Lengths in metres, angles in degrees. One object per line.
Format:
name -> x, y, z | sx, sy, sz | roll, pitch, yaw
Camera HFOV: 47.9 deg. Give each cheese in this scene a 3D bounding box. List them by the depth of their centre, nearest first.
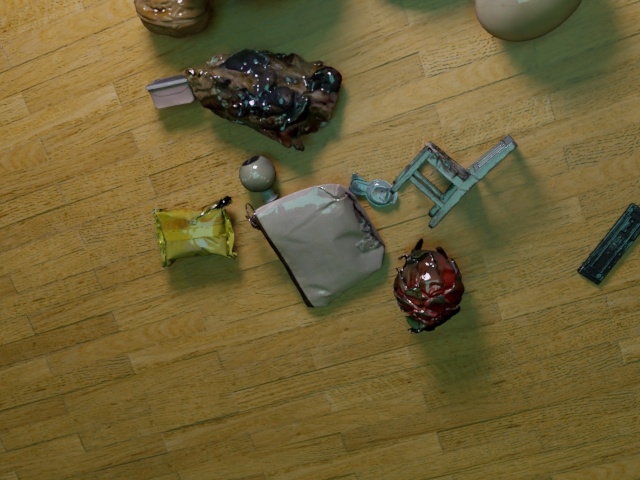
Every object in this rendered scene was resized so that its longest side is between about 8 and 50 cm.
cheese -> 0.129, -0.121, 1.761 | 0.120, 0.026, 0.067 | 17, 105, 6

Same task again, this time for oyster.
oyster -> -0.134, -0.370, 1.685 | 0.360, 0.096, 0.221 | 24, 82, -2

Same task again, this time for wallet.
wallet -> -0.001, 0.002, 1.774 | 0.274, 0.068, 0.335 | -24, 114, 16

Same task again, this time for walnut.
walnut -> -0.349, -0.553, 1.681 | 0.184, 0.155, 0.156 | 7, 104, 10

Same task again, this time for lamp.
lamp -> -0.138, -0.128, 1.784 | 0.090, 0.091, 0.163 | -19, 114, 14

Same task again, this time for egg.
egg -> 0.447, -0.525, 1.525 | 0.241, 0.186, 0.186 | -22, 99, 13

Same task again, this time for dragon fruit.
dragon fruit -> 0.258, 0.114, 1.723 | 0.182, 0.182, 0.189 | -8, 120, 12

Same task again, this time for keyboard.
keyboard -> 0.695, 0.010, 1.699 | 0.061, 0.013, 0.204 | 34, 106, 0

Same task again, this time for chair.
chair -> 0.300, -0.178, 1.660 | 0.147, 0.136, 0.270 | 42, 108, -3

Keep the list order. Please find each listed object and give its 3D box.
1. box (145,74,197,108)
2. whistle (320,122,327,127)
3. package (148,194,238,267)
box -> -0.355, -0.366, 1.759 | 0.122, 0.089, 0.062 | -7, 112, 12
whistle -> -0.024, -0.289, 1.744 | 0.100, 0.035, 0.035 | -3, 103, 12
package -> -0.320, -0.022, 1.832 | 0.226, 0.090, 0.169 | -6, 99, 9
